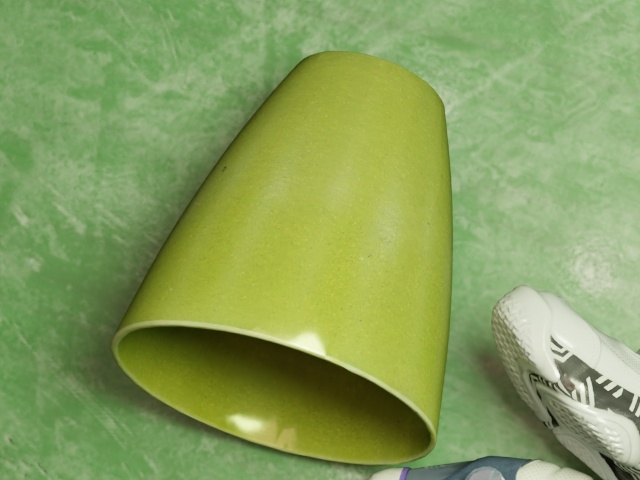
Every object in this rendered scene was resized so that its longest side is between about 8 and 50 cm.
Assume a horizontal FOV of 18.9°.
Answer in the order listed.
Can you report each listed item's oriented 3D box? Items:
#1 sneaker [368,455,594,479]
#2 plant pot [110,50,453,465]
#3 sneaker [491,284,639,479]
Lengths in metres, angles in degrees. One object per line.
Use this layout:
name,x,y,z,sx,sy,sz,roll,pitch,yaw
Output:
sneaker,0.152,0.337,1.570,0.236,0.130,0.322,-2,75,14
plant pot,0.000,0.000,1.608,0.275,0.275,0.293,12,67,12
sneaker,0.317,0.126,1.547,0.366,0.137,0.210,44,79,-4
